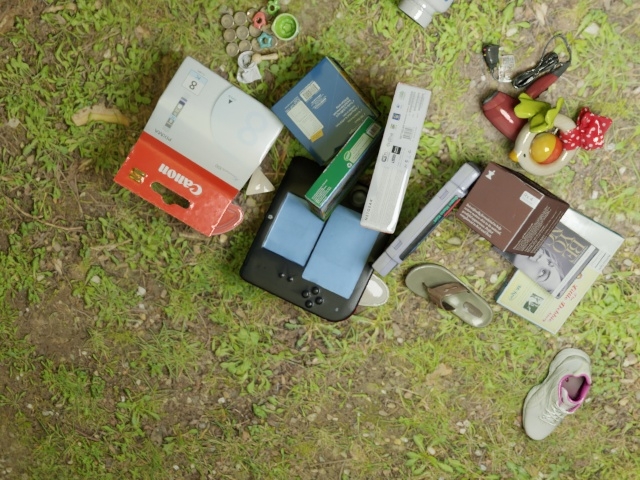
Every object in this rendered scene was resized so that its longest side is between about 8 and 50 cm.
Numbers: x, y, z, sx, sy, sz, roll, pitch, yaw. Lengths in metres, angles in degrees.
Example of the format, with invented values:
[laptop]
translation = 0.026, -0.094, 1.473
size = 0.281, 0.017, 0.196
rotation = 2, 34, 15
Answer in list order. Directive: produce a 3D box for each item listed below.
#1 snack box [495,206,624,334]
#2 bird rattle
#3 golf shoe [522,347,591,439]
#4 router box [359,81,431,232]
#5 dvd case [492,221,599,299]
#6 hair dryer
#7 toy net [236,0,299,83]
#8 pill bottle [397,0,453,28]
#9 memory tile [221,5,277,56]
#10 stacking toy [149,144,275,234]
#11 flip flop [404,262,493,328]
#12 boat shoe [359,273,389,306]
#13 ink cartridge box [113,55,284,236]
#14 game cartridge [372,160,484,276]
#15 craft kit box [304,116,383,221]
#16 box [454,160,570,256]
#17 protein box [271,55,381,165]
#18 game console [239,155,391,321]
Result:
[snack box]
translation = 0.643, 0.078, 1.690
size = 0.187, 0.060, 0.321
rotation = 30, 108, 3
[bird rattle]
translation = 0.580, -0.259, 1.554
size = 0.254, 0.143, 0.206
rotation = 16, 115, -30
[golf shoe]
translation = 0.664, 0.452, 1.752
size = 0.115, 0.140, 0.306
rotation = 21, 109, 2
[router box]
translation = 0.180, -0.190, 1.536
size = 0.082, 0.301, 0.335
rotation = 15, 93, 4
[dvd case]
translation = 0.588, 0.023, 1.636
size = 0.221, 0.018, 0.164
rotation = 43, 112, 27
[hair dryer]
translation = 0.525, -0.364, 1.578
size = 0.224, 0.080, 0.293
rotation = -1, 107, 8
[toy net]
translation = -0.162, -0.524, 1.658
size = 0.122, 0.045, 0.232
rotation = 43, 108, -4
[pill bottle]
translation = 0.290, -0.639, 1.519
size = 0.124, 0.124, 0.221
rotation = 38, 107, -2
[memory tile]
translation = -0.193, -0.566, 1.683
size = 0.148, 0.012, 0.113
rotation = -7, 104, 12
[stacking toy]
translation = -0.309, -0.187, 1.788
size = 0.280, 0.130, 0.308
rotation = -31, 102, -10
[flip flop]
translation = 0.366, 0.161, 1.752
size = 0.277, 0.080, 0.112
rotation = 35, 108, -1
[boat shoe]
translation = 0.035, 0.108, 1.802
size = 0.335, 0.095, 0.112
rotation = 15, 90, 1
[ink cartridge box]
translation = -0.323, -0.244, 1.663
size = 0.308, 0.091, 0.384
rotation = 32, 88, -14
[game cartridge]
translation = 0.287, -0.057, 1.626
size = 0.068, 0.230, 0.355
rotation = 42, 109, 4
[craft kit box]
translation = 0.063, -0.173, 1.586
size = 0.061, 0.246, 0.249
rotation = 38, 86, 9
[box]
translation = 0.487, -0.076, 1.573
size = 0.168, 0.203, 0.167
rotation = 44, 113, 34
[protein box]
translation = 0.019, -0.342, 1.643
size = 0.200, 0.136, 0.201
rotation = -40, 95, 17
[game console]
translation = 0.000, 0.000, 1.726
size = 0.342, 0.060, 0.386
rotation = 25, 89, 1
